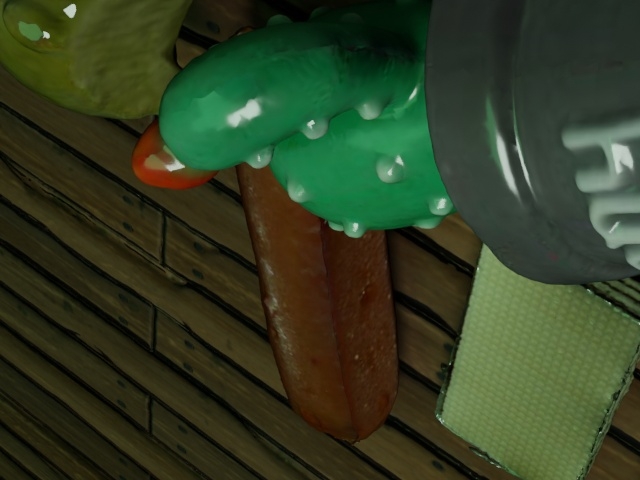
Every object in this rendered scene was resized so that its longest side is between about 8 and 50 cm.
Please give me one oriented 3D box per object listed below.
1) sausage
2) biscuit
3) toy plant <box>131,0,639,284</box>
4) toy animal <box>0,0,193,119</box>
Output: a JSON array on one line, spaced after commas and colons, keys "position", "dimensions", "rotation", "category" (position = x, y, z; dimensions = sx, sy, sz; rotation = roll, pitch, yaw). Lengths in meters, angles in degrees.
[{"position": [0.000, 0.000, 0.856], "dimensions": [0.102, 0.102, 0.330], "rotation": [19, 132, 35], "category": "sausage"}, {"position": [0.145, 0.082, 0.821], "dimensions": [0.121, 0.040, 0.199], "rotation": [31, 139, 21], "category": "biscuit"}, {"position": [0.091, -0.068, 0.579], "dimensions": [0.400, 0.280, 0.185], "rotation": [3, 110, 50], "category": "toy plant"}, {"position": [-0.184, -0.237, 0.815], "dimensions": [0.363, 0.180, 0.181], "rotation": [56, 140, 32], "category": "toy animal"}]
